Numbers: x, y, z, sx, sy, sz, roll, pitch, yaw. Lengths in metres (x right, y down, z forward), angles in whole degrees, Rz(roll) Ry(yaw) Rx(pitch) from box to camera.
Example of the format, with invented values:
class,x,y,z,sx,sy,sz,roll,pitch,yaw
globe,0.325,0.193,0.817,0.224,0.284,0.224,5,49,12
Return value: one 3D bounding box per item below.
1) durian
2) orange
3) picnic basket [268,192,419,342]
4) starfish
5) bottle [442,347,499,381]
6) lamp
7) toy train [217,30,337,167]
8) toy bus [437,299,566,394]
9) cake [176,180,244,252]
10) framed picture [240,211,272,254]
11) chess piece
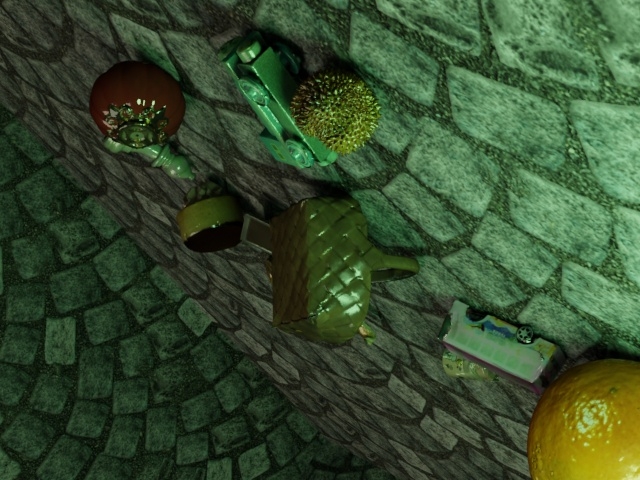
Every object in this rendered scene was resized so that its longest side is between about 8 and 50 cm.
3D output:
class,x,y,z,sx,sy,sz,roll,pitch,yaw
durian,0.030,-0.228,1.499,0.158,0.137,0.168,24,150,-12
orange,0.584,0.420,1.581,0.424,0.326,0.424,37,161,15
picnic basket,0.067,0.063,1.931,0.337,0.337,0.293,44,154,-12
starfish,-0.015,0.183,2.533,0.432,0.082,0.324,37,166,11
bottle,0.374,0.290,2.063,0.099,0.099,0.152,49,153,-24
lamp,-0.435,-0.328,2.048,0.227,0.227,0.227,35,161,14
toy train,-0.083,-0.264,1.647,0.194,0.120,0.298,23,155,53
toy bus,0.386,0.226,1.867,0.274,0.112,0.090,23,162,41
cake,-0.314,-0.079,2.435,0.207,0.185,0.178,36,-144,-60
framed picture,-0.077,0.021,2.327,0.293,0.018,0.231,27,160,0
chess piece,-0.464,-0.252,2.421,0.271,0.139,0.139,34,164,-20
